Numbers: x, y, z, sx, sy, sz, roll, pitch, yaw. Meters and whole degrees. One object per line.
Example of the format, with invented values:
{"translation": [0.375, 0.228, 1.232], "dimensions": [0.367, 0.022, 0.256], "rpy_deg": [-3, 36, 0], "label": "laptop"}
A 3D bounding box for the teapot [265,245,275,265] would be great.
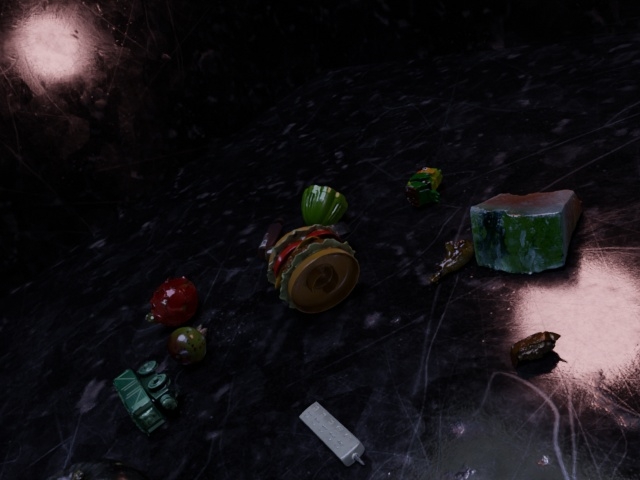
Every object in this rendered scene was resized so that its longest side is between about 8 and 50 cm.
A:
{"translation": [-0.162, 0.055, 2.150], "dimensions": [0.068, 0.076, 0.121], "rpy_deg": [-7, 4, 14], "label": "teapot"}

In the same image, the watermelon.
{"translation": [0.584, -0.057, 1.635], "dimensions": [0.264, 0.151, 0.302], "rpy_deg": [1, 40, 41], "label": "watermelon"}

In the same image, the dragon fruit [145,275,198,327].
{"translation": [-0.534, 0.225, 2.075], "dimensions": [0.172, 0.172, 0.209], "rpy_deg": [8, 58, 46], "label": "dragon fruit"}

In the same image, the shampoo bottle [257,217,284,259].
{"translation": [-0.192, -0.014, 2.289], "dimensions": [0.068, 0.067, 0.236], "rpy_deg": [4, 36, 14], "label": "shampoo bottle"}

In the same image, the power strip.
{"translation": [0.028, 0.466, 1.373], "dimensions": [0.060, 0.027, 0.253], "rpy_deg": [-38, 31, -18], "label": "power strip"}

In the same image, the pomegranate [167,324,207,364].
{"translation": [-0.436, 0.334, 1.865], "dimensions": [0.129, 0.129, 0.159], "rpy_deg": [-26, 22, 1], "label": "pomegranate"}

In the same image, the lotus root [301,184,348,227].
{"translation": [-0.002, -0.097, 2.191], "dimensions": [0.186, 0.186, 0.186], "rpy_deg": [-20, 30, 12], "label": "lotus root"}

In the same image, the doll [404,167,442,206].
{"translation": [0.385, -0.200, 2.074], "dimensions": [0.134, 0.106, 0.186], "rpy_deg": [-4, 36, 26], "label": "doll"}

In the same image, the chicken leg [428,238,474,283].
{"translation": [0.385, 0.060, 1.704], "dimensions": [0.093, 0.070, 0.178], "rpy_deg": [36, 77, 31], "label": "chicken leg"}

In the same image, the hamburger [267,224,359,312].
{"translation": [-0.034, 0.077, 1.794], "dimensions": [0.274, 0.274, 0.212], "rpy_deg": [-33, 45, -10], "label": "hamburger"}

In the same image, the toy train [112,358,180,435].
{"translation": [-0.532, 0.462, 1.747], "dimensions": [0.154, 0.115, 0.269], "rpy_deg": [-35, 31, -20], "label": "toy train"}

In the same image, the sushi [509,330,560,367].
{"translation": [0.496, 0.247, 1.318], "dimensions": [0.120, 0.052, 0.055], "rpy_deg": [-25, 30, 4], "label": "sushi"}

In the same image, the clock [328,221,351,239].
{"translation": [0.000, 0.000, 2.007], "dimensions": [0.226, 0.049, 0.226], "rpy_deg": [-25, -5, -2], "label": "clock"}

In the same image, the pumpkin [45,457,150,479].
{"translation": [-0.533, 0.658, 1.301], "dimensions": [0.323, 0.241, 0.323], "rpy_deg": [-19, 33, 13], "label": "pumpkin"}
